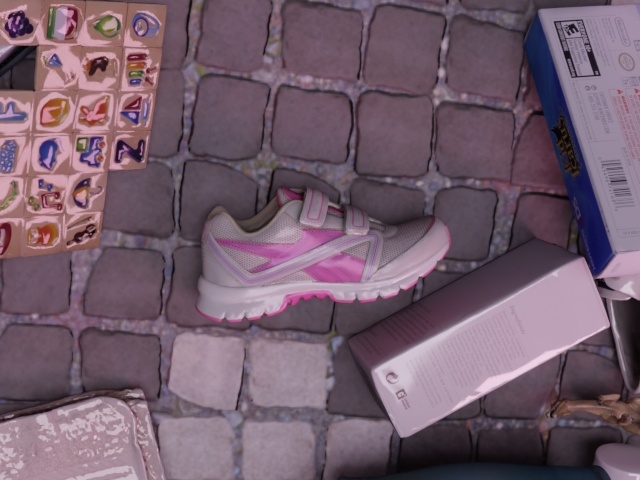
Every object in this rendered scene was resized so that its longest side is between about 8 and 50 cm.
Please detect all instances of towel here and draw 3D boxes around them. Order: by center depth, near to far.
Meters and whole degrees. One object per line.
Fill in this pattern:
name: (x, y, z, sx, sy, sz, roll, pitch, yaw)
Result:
towel: (-0.285, 0.257, 1.009, 0.282, 0.049, 0.187, -15, 101, -8)

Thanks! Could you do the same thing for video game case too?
video game case: (0.345, -0.103, 0.996, 0.244, 0.061, 0.269, -5, 64, -9)

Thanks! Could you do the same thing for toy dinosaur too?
toy dinosaur: (0.324, 0.183, 1.097, 0.183, 0.093, 0.053, 20, 73, -23)

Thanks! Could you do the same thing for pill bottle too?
pill bottle: (0.310, 0.299, 1.101, 0.087, 0.087, 0.160, 1, 108, -11)

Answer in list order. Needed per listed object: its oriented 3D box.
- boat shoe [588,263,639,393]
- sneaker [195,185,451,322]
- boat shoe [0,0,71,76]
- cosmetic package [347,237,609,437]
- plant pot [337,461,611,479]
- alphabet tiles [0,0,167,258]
boat shoe: (0.318, 0.032, 1.071, 0.088, 0.096, 0.267, -21, 110, -11)
sneaker: (0.000, 0.000, 0.995, 0.252, 0.103, 0.111, -10, 102, -10)
boat shoe: (-0.323, -0.180, 0.900, 0.306, 0.113, 0.105, -39, 97, -5)
cosmetic package: (0.151, 0.091, 1.033, 0.231, 0.117, 0.085, -26, 103, -5)
plant pot: (0.127, 0.332, 1.005, 0.255, 0.271, 0.271, 9, 97, 3)
alphabet tiles: (-0.237, -0.095, 0.924, 0.198, 0.009, 0.237, -7, 119, -38)
